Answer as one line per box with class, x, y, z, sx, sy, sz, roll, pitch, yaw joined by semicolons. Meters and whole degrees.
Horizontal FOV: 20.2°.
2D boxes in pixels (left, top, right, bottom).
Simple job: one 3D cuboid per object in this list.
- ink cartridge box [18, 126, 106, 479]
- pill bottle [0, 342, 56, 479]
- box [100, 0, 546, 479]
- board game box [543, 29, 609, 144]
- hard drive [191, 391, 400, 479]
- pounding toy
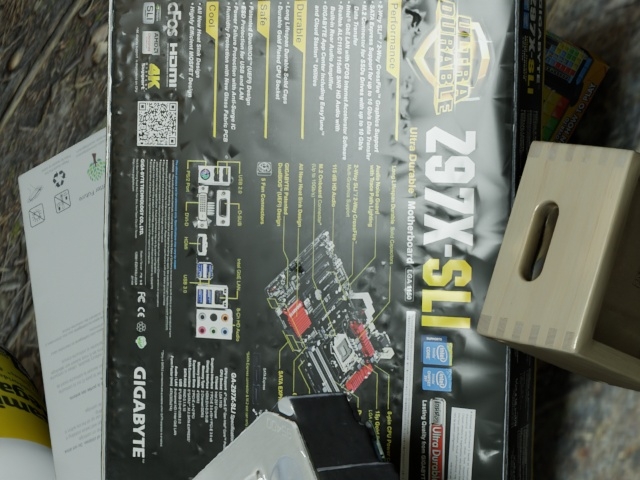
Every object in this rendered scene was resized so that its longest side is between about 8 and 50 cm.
ink cartridge box;-0.146;0.068;1.419;0.165;0.065;0.332;-24;61;29
pill bottle;-0.299;0.221;1.533;0.188;0.188;0.334;-63;31;11
box;0.000;0.000;1.065;0.257;0.079;0.322;2;93;20
board game box;0.079;-0.070;1.136;0.170;0.141;0.048;-62;22;13
hard drive;-0.004;0.280;0.940;0.237;0.064;0.339;-45;55;42
pounding toy;0.160;0.004;0.991;0.100;0.130;0.141;9;80;48
